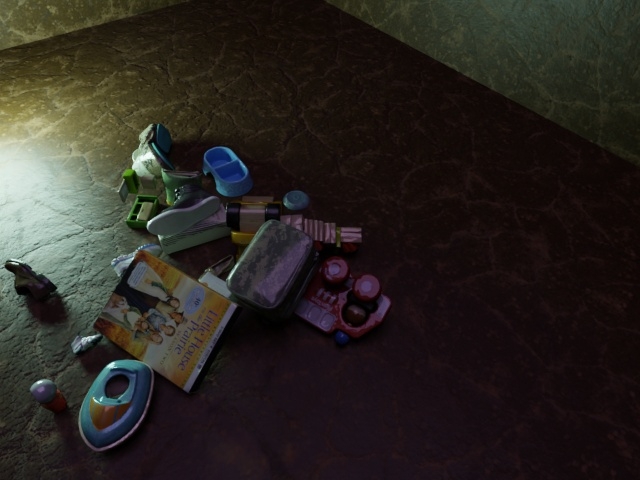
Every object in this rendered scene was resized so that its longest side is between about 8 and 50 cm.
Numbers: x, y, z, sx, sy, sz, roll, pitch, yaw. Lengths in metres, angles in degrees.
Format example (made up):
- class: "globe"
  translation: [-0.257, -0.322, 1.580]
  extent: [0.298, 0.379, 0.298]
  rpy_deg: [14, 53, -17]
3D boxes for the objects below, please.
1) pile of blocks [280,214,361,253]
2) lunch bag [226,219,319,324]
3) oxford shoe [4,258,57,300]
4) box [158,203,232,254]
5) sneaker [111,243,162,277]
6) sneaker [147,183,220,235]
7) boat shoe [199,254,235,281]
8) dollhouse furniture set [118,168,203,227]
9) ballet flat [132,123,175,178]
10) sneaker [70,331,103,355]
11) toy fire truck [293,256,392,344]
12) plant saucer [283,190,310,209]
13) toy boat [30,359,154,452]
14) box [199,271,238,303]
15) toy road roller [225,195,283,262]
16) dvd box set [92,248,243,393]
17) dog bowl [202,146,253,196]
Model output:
- class: "pile of blocks"
  translation: [0.000, 0.000, 1.713]
  extent: [0.362, 0.149, 0.112]
  rpy_deg: [12, 65, -27]
- class: "lunch bag"
  translation: [-0.139, 0.115, 1.512]
  extent: [0.213, 0.256, 0.305]
  rpy_deg: [23, 69, 16]
- class: "oxford shoe"
  translation: [-1.056, 0.138, 1.584]
  extent: [0.227, 0.082, 0.096]
  rpy_deg: [27, 57, 19]
- class: "box"
  translation: [-0.500, -0.047, 1.768]
  extent: [0.275, 0.094, 0.113]
  rpy_deg: [-20, 53, -19]
- class: "sneaker"
  translation: [-0.676, 0.080, 1.669]
  extent: [0.191, 0.071, 0.083]
  rpy_deg: [-28, 67, -6]
- class: "sneaker"
  translation: [-0.546, -0.122, 1.706]
  extent: [0.296, 0.104, 0.147]
  rpy_deg: [-31, 54, -34]
- class: "boat shoe"
  translation: [-0.389, 0.108, 1.673]
  extent: [0.153, 0.048, 0.056]
  rpy_deg: [-31, 58, -26]
- class: "dollhouse furniture set"
  translation: [-0.627, -0.164, 1.791]
  extent: [0.302, 0.197, 0.151]
  rpy_deg: [3, 49, -1]
- class: "ballet flat"
  translation: [-0.745, -0.370, 1.970]
  extent: [0.182, 0.164, 0.483]
  rpy_deg: [-33, 38, 2]
- class: "sneaker"
  translation: [-0.776, 0.324, 1.471]
  extent: [0.098, 0.038, 0.069]
  rpy_deg: [-34, 60, -28]
- class: "toy fire truck"
  translation: [0.079, 0.221, 1.557]
  extent: [0.302, 0.169, 0.254]
  rpy_deg: [28, 78, 20]
- class: "plant saucer"
  translation: [-0.105, -0.182, 1.955]
  extent: [0.119, 0.021, 0.119]
  rpy_deg: [2, 50, -2]
- class: "toy boat"
  translation: [-0.659, 0.462, 1.290]
  extent: [0.318, 0.148, 0.267]
  rpy_deg: [3, 50, -1]
- class: "box"
  translation: [-0.389, 0.219, 1.551]
  extent: [0.130, 0.091, 0.170]
  rpy_deg: [26, 54, 18]
- class: "toy road roller"
  translation: [-0.254, -0.040, 1.745]
  extent: [0.203, 0.240, 0.329]
  rpy_deg: [1, 12, -2]
- class: "dvd box set"
  translation: [-0.500, 0.252, 1.450]
  extent: [0.420, 0.062, 0.307]
  rpy_deg: [27, 83, 18]
- class: "dog bowl"
  translation: [-0.425, -0.320, 2.018]
  extent: [0.166, 0.074, 0.297]
  rpy_deg: [-27, 56, -23]
